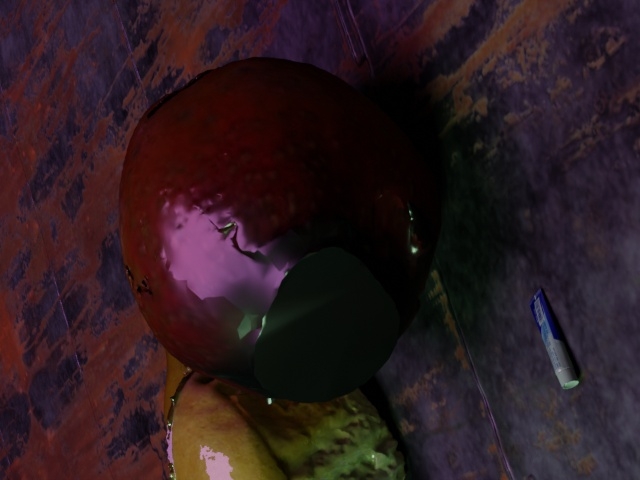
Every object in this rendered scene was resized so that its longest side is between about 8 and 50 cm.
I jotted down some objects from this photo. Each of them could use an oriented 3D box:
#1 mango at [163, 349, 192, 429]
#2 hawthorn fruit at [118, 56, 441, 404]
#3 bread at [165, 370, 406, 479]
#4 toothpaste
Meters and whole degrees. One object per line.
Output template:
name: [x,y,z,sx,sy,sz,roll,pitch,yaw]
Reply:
mango: [-0.103,0.142,1.807,0.248,0.156,0.151,63,-175,28]
hawthorn fruit: [-0.034,-0.009,1.467,0.316,0.316,0.316,33,128,55]
bread: [-0.036,0.231,1.628,0.163,0.204,0.262,-4,107,55]
toothpaste: [0.185,0.079,1.370,0.024,0.015,0.083,117,140,-52]
